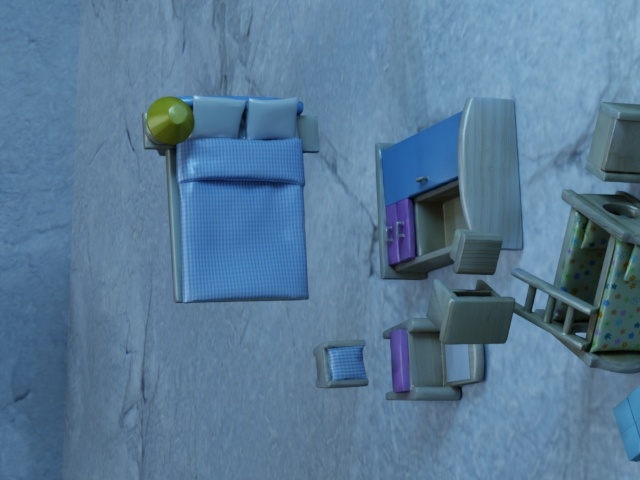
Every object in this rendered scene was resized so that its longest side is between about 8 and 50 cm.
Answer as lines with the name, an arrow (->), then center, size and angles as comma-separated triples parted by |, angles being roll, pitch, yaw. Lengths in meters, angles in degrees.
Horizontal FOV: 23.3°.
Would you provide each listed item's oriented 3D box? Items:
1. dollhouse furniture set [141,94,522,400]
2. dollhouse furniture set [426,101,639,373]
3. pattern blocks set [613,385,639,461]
dollhouse furniture set -> 0.000, 0.000, 1.392 | 0.198, 0.303, 0.287 | 156, 113, -65
dollhouse furniture set -> 0.181, -0.003, 1.150 | 0.101, 0.160, 0.182 | -134, 49, -59
pattern blocks set -> 0.292, 0.225, 1.046 | 0.285, 0.026, 0.325 | 136, 131, -58
